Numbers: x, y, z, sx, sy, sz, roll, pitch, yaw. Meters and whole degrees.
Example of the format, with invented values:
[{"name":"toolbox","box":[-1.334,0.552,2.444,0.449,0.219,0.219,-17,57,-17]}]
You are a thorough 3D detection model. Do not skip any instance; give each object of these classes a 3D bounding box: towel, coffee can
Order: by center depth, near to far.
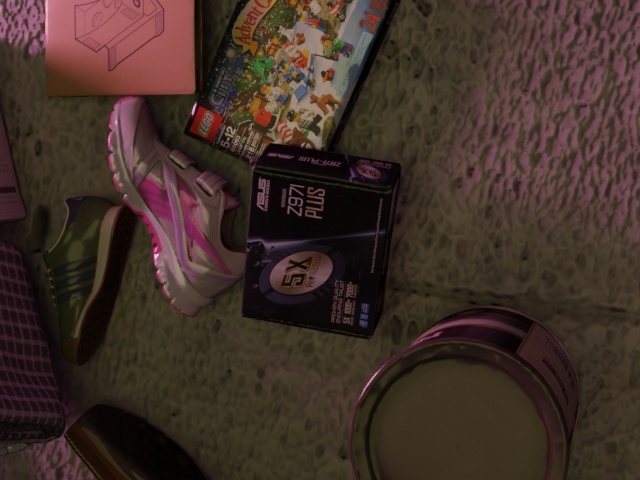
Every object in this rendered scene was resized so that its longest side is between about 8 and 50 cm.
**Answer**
[{"name":"coffee can","box":[0.154,0.179,1.422,0.202,0.275,0.201,1,94,13]},{"name":"towel","box":[-0.393,0.108,1.513,0.121,0.284,0.235,-21,75,17]}]

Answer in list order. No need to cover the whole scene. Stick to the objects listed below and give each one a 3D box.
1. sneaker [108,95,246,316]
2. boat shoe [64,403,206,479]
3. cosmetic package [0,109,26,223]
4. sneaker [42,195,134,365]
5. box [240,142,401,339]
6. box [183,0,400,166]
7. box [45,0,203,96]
[{"name":"sneaker","box":[-0.149,-0.049,1.570,0.111,0.103,0.252,-23,95,9]},{"name":"boat shoe","box":[-0.168,0.325,1.587,0.324,0.122,0.120,43,105,7]},{"name":"cosmetic package","box":[-0.485,-0.107,1.616,0.224,0.138,0.224,-13,90,13]},{"name":"sneaker","box":[-0.279,0.039,1.622,0.086,0.064,0.192,20,98,18]},{"name":"box","box":[0.000,0.000,1.514,0.147,0.077,0.180,11,115,8]},{"name":"box","box":[-0.032,-0.190,1.554,0.159,0.044,0.233,25,99,10]},{"name":"box","box":[-0.221,-0.243,1.582,0.201,0.021,0.164,2,94,27]}]
